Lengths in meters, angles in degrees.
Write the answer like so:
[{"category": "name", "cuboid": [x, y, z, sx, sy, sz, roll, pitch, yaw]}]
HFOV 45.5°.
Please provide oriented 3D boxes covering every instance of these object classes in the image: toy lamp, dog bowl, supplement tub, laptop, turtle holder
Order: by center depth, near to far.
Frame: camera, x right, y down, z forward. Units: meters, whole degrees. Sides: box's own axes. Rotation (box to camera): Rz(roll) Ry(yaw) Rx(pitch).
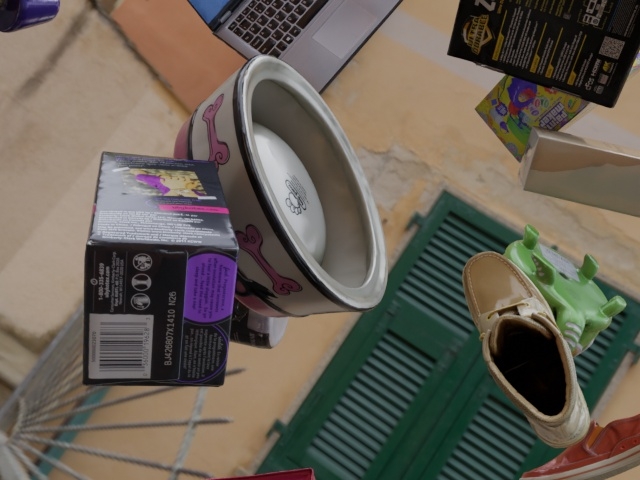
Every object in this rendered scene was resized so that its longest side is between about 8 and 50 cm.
[{"category": "toy lamp", "cuboid": [-0.400, -0.259, 0.799, 0.080, 0.080, 0.275, 29, 26, 27]}, {"category": "dog bowl", "cuboid": [-0.058, -0.064, 1.154, 0.150, 0.407, 0.408, -23, -43, 22]}, {"category": "laptop", "cuboid": [-0.062, -0.554, 1.468, 0.408, 0.382, 0.236, 39, -8, 11]}, {"category": "turtle holder", "cuboid": [0.446, 0.149, 1.502, 0.243, 0.227, 0.320, 15, 31, -33]}, {"category": "supplement tub", "cuboid": [-0.241, 0.114, 1.715, 0.338, 0.207, 0.207, 11, -16, 11]}]

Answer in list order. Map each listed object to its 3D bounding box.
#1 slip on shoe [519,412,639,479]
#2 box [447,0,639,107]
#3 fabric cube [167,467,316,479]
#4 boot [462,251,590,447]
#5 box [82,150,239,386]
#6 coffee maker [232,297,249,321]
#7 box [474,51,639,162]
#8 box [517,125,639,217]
[{"category": "slip on shoe", "cuboid": [0.533, 0.401, 1.466, 0.123, 0.331, 0.101, 41, 24, -58]}, {"category": "box", "cuboid": [0.332, -0.361, 1.026, 0.257, 0.079, 0.322, 23, -43, 16]}, {"category": "fabric cube", "cuboid": [-0.113, 0.547, 1.242, 0.254, 0.259, 0.258, -6, -40, 5]}, {"category": "boot", "cuboid": [0.224, 0.102, 0.882, 0.203, 0.095, 0.261, 43, 26, -60]}, {"category": "box", "cuboid": [-0.181, 0.021, 0.845, 0.143, 0.165, 0.270, 3, 22, -14]}, {"category": "coffee maker", "cuboid": [-0.209, 0.035, 1.387, 0.178, 0.120, 0.171, 28, 17, -44]}, {"category": "box", "cuboid": [0.557, -0.365, 1.736, 0.177, 0.279, 0.290, 52, -26, 6]}, {"category": "box", "cuboid": [0.586, -0.140, 1.601, 0.311, 0.121, 0.148, 13, 19, 4]}]
